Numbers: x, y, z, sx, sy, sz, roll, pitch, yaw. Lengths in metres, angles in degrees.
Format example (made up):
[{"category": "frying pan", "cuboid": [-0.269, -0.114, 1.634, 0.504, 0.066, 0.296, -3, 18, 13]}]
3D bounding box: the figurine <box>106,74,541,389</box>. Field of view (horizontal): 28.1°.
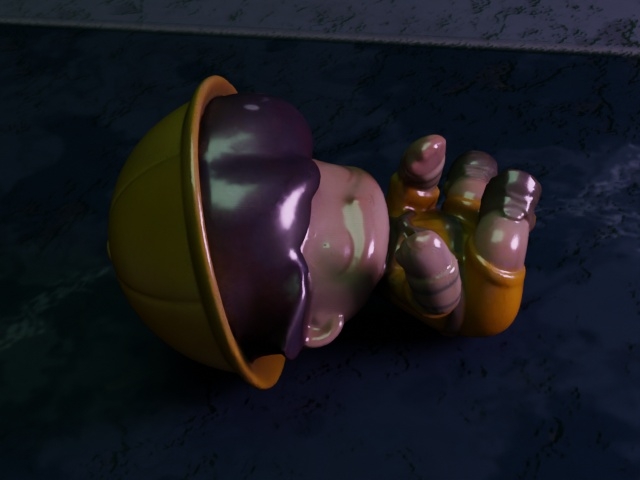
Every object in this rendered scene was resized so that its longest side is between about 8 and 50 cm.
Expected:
[{"category": "figurine", "cuboid": [-0.001, 0.004, 0.785, 0.256, 0.167, 0.192, 12, 31, -10]}]
